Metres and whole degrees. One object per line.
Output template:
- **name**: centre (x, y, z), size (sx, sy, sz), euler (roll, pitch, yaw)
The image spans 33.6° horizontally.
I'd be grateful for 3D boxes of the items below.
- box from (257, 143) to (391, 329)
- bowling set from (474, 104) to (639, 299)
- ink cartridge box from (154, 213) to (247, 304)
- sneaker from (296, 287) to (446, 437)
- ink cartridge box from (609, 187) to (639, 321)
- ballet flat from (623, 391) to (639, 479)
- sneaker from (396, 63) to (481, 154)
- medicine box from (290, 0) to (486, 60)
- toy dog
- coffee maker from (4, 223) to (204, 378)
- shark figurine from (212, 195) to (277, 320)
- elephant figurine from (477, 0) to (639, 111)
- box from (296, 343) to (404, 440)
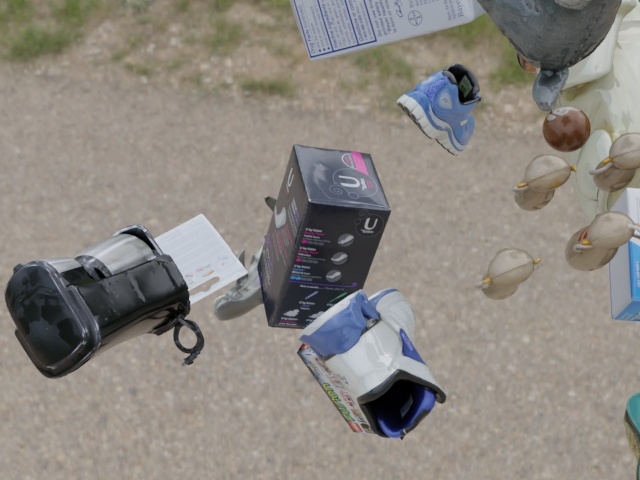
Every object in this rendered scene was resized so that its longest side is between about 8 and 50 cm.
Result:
- **box**: centre (0.000, 0.000, 1.757), size (0.143, 0.270, 0.165), euler (5, 38, -17)
- **bowling set**: centre (0.278, -0.061, 1.137), size (0.286, 0.154, 0.200), euler (-19, 79, -2)
- **ink cartridge box**: centre (-0.212, 0.046, 1.727), size (0.145, 0.045, 0.179), euler (-29, 48, -14)
- **sneaker**: centre (0.080, 0.170, 1.412), size (0.127, 0.315, 0.182), euler (-35, 80, 11)
- **ink cartridge box**: centre (0.462, 0.024, 1.287), size (0.203, 0.086, 0.148), euler (5, 67, -2)
- **ballet flat**: centre (0.542, 0.348, 1.620), size (0.123, 0.123, 0.348), euler (3, 19, 6)
- **sneaker**: centre (0.274, -0.272, 2.161), size (0.147, 0.330, 0.130), euler (-42, 76, 13)
- **medicine box**: centre (0.139, -0.403, 1.633), size (0.289, 0.149, 0.263), euler (-7, 18, 33)
- **toy dog**: centre (0.471, -0.223, 1.612), size (0.284, 0.395, 0.408), euler (-15, 62, -4)
- **coffee maker**: centre (-0.228, 0.077, 1.155), size (0.171, 0.120, 0.178), euler (35, 27, 14)
- **shark figurine**: centre (-0.090, 0.058, 1.945), size (0.116, 0.166, 0.278), euler (23, 68, 15)
- **elephant figurine**: centre (0.255, -0.270, 0.971), size (0.186, 0.239, 0.169), euler (45, 63, -11)
- **box**: centre (0.057, 0.248, 1.765), size (0.114, 0.207, 0.036), euler (1, 44, 44)
